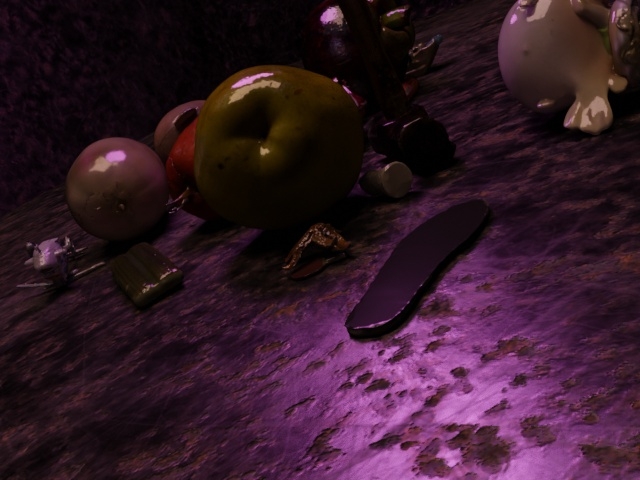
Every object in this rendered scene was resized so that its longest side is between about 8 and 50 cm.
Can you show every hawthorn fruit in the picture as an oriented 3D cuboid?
[{"bbox_3d":[-0.209,-0.130,1.433,0.211,0.211,0.299,-9,33,37],"label":"hawthorn fruit"}]

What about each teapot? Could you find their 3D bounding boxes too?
[{"bbox_3d":[0.105,-0.094,1.177,0.067,0.057,0.083,10,-4,-30],"label":"teapot"}]

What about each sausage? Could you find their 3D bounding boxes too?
[{"bbox_3d":[0.206,-0.365,1.807,0.048,0.050,0.145,25,33,9],"label":"sausage"}]

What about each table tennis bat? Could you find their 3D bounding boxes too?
[{"bbox_3d":[-0.003,0.034,1.014,0.083,0.007,0.050,-22,18,10],"label":"table tennis bat"}]

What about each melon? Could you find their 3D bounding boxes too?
[{"bbox_3d":[-0.446,-0.114,1.623,0.223,0.223,0.317,-25,21,-3],"label":"melon"}]

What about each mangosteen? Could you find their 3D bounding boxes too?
[{"bbox_3d":[0.105,-0.482,1.874,0.300,0.300,0.300,-21,18,7],"label":"mangosteen"}]

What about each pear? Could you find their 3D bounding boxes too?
[{"bbox_3d":[-0.069,-0.149,1.202,0.294,0.294,0.294,-21,18,7],"label":"pear"}]

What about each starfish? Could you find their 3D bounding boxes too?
[{"bbox_3d":[-0.004,-0.004,1.055,0.133,0.041,0.130,-18,13,28],"label":"starfish"}]

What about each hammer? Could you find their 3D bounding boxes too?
[{"bbox_3d":[0.096,-0.318,1.251,0.095,0.409,0.242,-24,15,-3],"label":"hammer"}]

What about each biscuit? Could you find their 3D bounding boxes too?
[{"bbox_3d":[-0.313,0.051,1.299,0.099,0.038,0.322,-32,20,-15],"label":"biscuit"}]

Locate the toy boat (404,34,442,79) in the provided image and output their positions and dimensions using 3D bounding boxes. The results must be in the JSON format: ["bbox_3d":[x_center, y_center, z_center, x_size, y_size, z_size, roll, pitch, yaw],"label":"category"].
[{"bbox_3d":[0.229,-0.499,2.106,0.276,0.084,0.111,-15,23,34],"label":"toy boat"}]

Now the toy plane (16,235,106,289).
[{"bbox_3d":[-0.538,0.026,1.537,0.182,0.107,0.273,-13,16,14],"label":"toy plane"}]

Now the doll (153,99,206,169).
[{"bbox_3d":[-0.267,-0.275,1.819,0.330,0.174,0.235,-29,-15,-46],"label":"doll"}]

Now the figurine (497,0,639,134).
[{"bbox_3d":[0.458,-0.272,1.089,0.394,0.226,0.274,-2,61,35],"label":"figurine"}]

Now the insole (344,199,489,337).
[{"bbox_3d":[0.123,0.024,0.882,0.110,0.012,0.309,-9,24,36],"label":"insole"}]

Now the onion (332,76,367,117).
[{"bbox_3d":[0.003,-0.262,1.626,0.227,0.120,0.283,8,39,27],"label":"onion"}]
